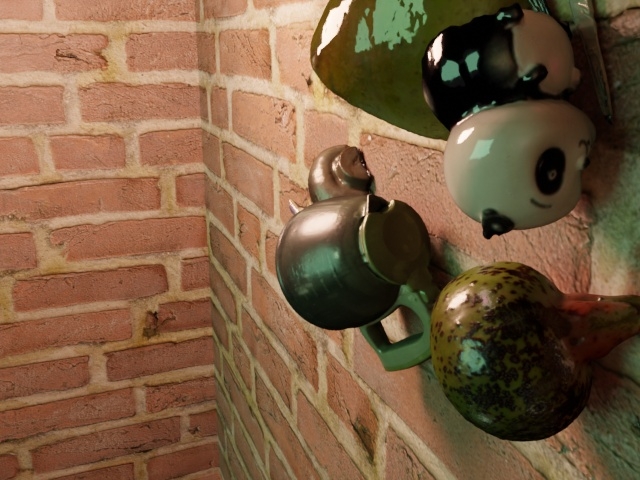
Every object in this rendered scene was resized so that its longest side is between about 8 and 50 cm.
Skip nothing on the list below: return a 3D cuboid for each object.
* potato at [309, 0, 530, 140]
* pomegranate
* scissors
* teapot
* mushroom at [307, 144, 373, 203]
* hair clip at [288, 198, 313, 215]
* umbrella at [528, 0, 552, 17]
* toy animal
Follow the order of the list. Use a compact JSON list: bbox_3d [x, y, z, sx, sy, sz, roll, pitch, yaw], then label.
[{"bbox_3d":[0.123,-0.329,0.884,0.280,0.212,0.331,113,143,-53],"label":"potato"},{"bbox_3d":[0.254,0.120,0.749,0.247,0.214,0.214,-22,71,30],"label":"pomegranate"},{"bbox_3d":[0.290,-0.273,0.723,0.109,0.022,0.300,148,114,-72],"label":"scissors"},{"bbox_3d":[0.076,0.066,1.108,0.239,0.239,0.322,-23,69,55],"label":"teapot"},{"bbox_3d":[0.035,-0.110,1.346,0.141,0.117,0.188,94,156,-57],"label":"mushroom"},{"bbox_3d":[0.000,0.000,1.519,0.106,0.084,0.292,79,164,-45],"label":"hair clip"},{"bbox_3d":[0.271,-0.270,0.772,0.083,0.020,0.031,67,-169,13],"label":"umbrella"},{"bbox_3d":[0.214,-0.127,0.722,0.165,0.187,0.235,-20,80,47],"label":"toy animal"}]
